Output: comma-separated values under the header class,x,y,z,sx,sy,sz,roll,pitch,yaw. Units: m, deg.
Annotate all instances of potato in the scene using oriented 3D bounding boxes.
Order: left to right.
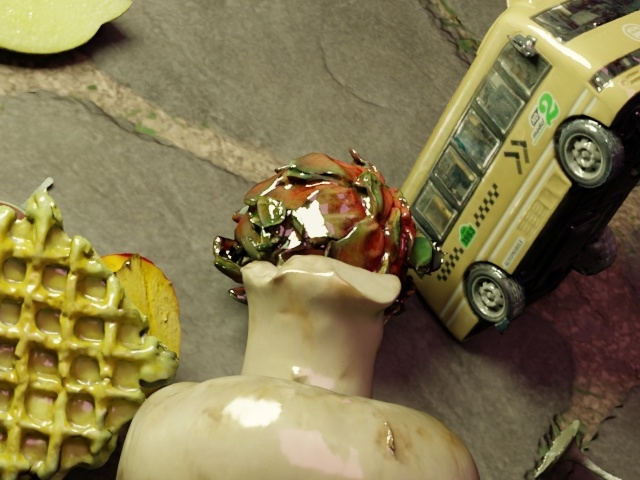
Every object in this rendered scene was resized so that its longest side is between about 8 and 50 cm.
class,x,y,z,sx,sy,sz,roll,pitch,yaw
potato,-0.286,-0.226,1.653,0.149,0.081,0.120,30,75,-24

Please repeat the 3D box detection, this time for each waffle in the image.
class,x,y,z,sx,sy,sz,roll,pitch,yaw
waffle,-0.244,0.095,1.322,0.204,0.054,0.223,-38,96,-12

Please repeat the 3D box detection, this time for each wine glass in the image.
class,x,y,z,sx,sy,sz,roll,pitch,yaw
wine glass,0.330,0.266,1.546,0.262,0.074,0.074,34,47,1

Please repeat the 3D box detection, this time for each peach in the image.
class,x,y,z,sx,sy,sz,roll,pitch,yaw
peach,-0.196,0.084,1.403,0.151,0.118,0.151,19,63,-41

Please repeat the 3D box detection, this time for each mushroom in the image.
class,x,y,z,sx,sy,sz,roll,pitch,yaw
mushroom,-0.011,0.159,1.293,0.297,0.297,0.290,15,75,-15

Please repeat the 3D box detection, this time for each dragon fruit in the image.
class,x,y,z,sx,sy,sz,roll,pitch,yaw
dragon fruit,0.005,0.002,1.529,0.188,0.182,0.182,46,29,-47

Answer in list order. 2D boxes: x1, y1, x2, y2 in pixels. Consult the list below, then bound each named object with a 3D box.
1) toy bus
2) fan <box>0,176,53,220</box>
class,x,y,z,sx,sy,sz,roll,pitch,yaw
toy bus,0.206,-0.079,1.558,0.177,0.365,0.202,-24,64,-39
fan,-0.285,-0.019,1.512,0.085,0.005,0.133,33,48,3
